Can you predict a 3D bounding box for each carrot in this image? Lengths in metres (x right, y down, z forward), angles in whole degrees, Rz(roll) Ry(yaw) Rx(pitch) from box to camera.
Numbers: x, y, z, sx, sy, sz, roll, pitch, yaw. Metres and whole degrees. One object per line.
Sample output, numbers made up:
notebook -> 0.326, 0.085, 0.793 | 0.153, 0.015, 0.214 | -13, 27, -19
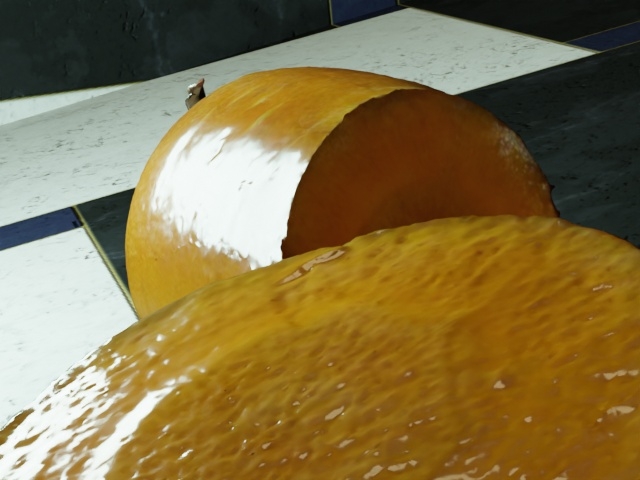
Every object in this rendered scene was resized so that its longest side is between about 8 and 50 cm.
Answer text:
carrot -> 0.007, 0.104, 0.576 | 0.307, 0.100, 0.258 | -39, 41, -25
carrot -> 0.000, 0.000, 0.933 | 0.214, 0.193, 0.331 | -60, 24, -11
